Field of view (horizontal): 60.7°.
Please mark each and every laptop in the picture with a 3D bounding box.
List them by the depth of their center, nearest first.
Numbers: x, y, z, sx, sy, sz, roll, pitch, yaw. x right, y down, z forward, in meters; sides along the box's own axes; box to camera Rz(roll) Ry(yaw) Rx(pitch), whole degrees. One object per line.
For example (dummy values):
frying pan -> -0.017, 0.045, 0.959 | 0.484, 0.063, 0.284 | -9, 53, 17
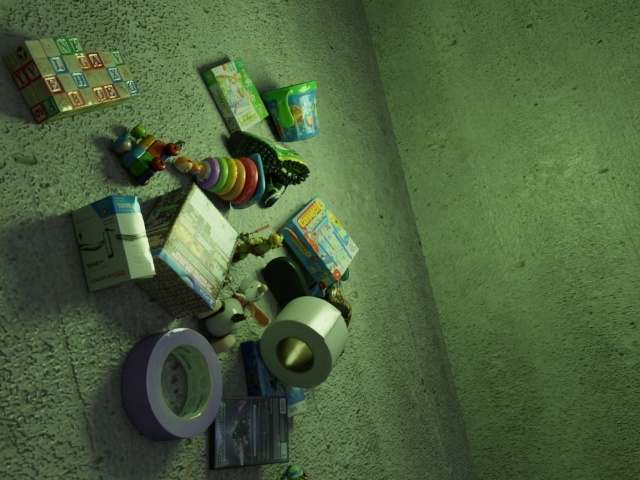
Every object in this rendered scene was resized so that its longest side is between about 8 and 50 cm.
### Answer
laptop -> 0.036, 0.297, 2.182 | 0.136, 0.264, 0.235 | -26, 100, -26

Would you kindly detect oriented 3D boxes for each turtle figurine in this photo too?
turtle figurine -> -0.045, 0.850, 1.669 | 0.197, 0.274, 0.267 | -24, 103, -29
turtle figurine -> -0.205, 0.018, 1.789 | 0.269, 0.217, 0.087 | 0, 75, -62

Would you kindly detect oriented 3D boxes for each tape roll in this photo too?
tape roll -> -0.376, 0.370, 1.414 | 0.274, 0.090, 0.275 | 40, 43, -49
tape roll -> -0.051, 0.324, 1.753 | 0.246, 0.246, 0.169 | 67, 27, -12

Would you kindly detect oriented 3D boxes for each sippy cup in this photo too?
sippy cup -> -0.107, -0.538, 2.304 | 0.305, 0.240, 0.224 | -28, 113, -38

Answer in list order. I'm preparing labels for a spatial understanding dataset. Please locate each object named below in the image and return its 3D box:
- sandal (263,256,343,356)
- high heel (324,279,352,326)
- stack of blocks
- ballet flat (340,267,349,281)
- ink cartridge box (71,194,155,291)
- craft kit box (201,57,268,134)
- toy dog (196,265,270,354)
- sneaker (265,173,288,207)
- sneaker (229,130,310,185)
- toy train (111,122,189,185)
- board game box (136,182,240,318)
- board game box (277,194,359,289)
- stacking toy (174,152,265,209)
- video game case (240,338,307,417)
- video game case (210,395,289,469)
sandal -> -0.073, 0.270, 1.975 | 0.446, 0.167, 0.107 | 57, 24, -12
high heel -> 0.069, 0.290, 2.256 | 0.186, 0.093, 0.262 | -68, 148, -65
stack of blocks -> -0.618, -0.416, 1.389 | 0.171, 0.087, 0.297 | 67, 28, -13
ballet flat -> 0.078, 0.086, 2.458 | 0.203, 0.074, 0.074 | 61, 29, -18
ink cartridge box -> -0.498, 0.008, 1.314 | 0.086, 0.148, 0.203 | -6, 81, -64
craft kit box -> -0.318, -0.548, 2.073 | 0.247, 0.060, 0.250 | 67, 28, -20
toy dog -> -0.243, 0.197, 1.680 | 0.220, 0.160, 0.334 | 58, 31, -29
sneaker -> -0.186, -0.216, 2.141 | 0.097, 0.084, 0.235 | 39, 36, -10
sneaker -> -0.204, -0.323, 2.075 | 0.343, 0.134, 0.146 | 23, 28, -39
toy train -> -0.484, -0.279, 1.570 | 0.143, 0.105, 0.248 | 47, 35, -20
board game box -> -0.380, 0.028, 1.535 | 0.232, 0.141, 0.291 | 53, 33, -34
board game box -> 0.000, 0.000, 2.256 | 0.302, 0.086, 0.308 | 53, 30, -8
stacking toy -> -0.337, -0.215, 1.770 | 0.301, 0.175, 0.166 | 13, 61, -47
video game case -> -0.150, 0.459, 1.823 | 0.244, 0.061, 0.270 | 9, 68, -62
video game case -> -0.205, 0.562, 1.619 | 0.274, 0.026, 0.196 | 15, 64, -42
